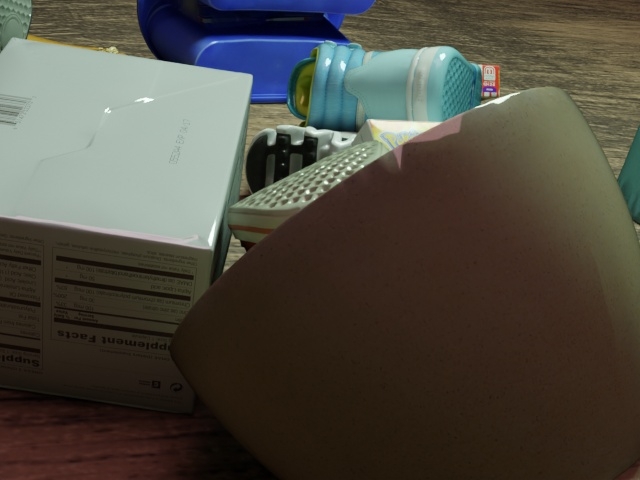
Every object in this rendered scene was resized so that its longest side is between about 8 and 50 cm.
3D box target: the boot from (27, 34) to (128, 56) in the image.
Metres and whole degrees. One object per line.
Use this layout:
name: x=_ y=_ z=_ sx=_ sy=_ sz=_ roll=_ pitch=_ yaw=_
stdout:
boot: x=-0.368 y=-0.214 z=1.287 sx=0.295 sy=0.104 sz=0.211 roll=22 pitch=20 yaw=15

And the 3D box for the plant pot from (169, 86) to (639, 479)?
plant pot: x=0.082 y=0.074 z=0.612 sx=0.284 sy=0.284 sz=0.191 roll=-17 pitch=70 yaw=-47

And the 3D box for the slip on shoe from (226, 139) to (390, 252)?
slip on shoe: x=0.000 y=0.000 z=0.760 sx=0.123 sy=0.101 sz=0.331 roll=-25 pitch=-2 yaw=-8

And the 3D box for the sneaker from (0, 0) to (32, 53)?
sneaker: x=-0.424 y=-0.206 z=1.131 sx=0.163 sy=0.086 sz=0.226 roll=13 pitch=63 yaw=18

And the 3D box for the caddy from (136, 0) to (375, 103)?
caddy: x=-0.086 y=-0.330 z=1.475 sx=0.341 sy=0.241 sz=0.179 roll=-6 pitch=32 yaw=-33

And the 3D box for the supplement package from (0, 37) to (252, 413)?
supplement package: x=-0.170 y=-0.022 z=0.781 sx=0.204 sy=0.145 sz=0.262 roll=8 pitch=33 yaw=-2

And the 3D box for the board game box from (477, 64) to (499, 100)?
board game box: x=0.132 y=-0.208 z=1.432 sx=0.147 sy=0.045 sz=0.193 roll=0 pitch=1 yaw=-23

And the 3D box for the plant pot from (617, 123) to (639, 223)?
plant pot: x=0.525 y=-0.129 z=1.250 sx=0.293 sy=0.235 sz=0.293 roll=8 pitch=22 yaw=-3

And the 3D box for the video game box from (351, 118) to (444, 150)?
video game box: x=0.147 y=-0.023 z=0.968 sx=0.205 sy=0.048 sz=0.187 roll=-1 pitch=59 yaw=-24

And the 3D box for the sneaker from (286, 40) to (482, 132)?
sneaker: x=0.079 y=-0.166 z=1.248 sx=0.208 sy=0.127 sz=0.319 roll=6 pitch=-5 yaw=17

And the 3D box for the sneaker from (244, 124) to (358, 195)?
sneaker: x=0.072 y=-0.068 z=1.106 sx=0.292 sy=0.110 sz=0.118 roll=14 pitch=14 yaw=10
